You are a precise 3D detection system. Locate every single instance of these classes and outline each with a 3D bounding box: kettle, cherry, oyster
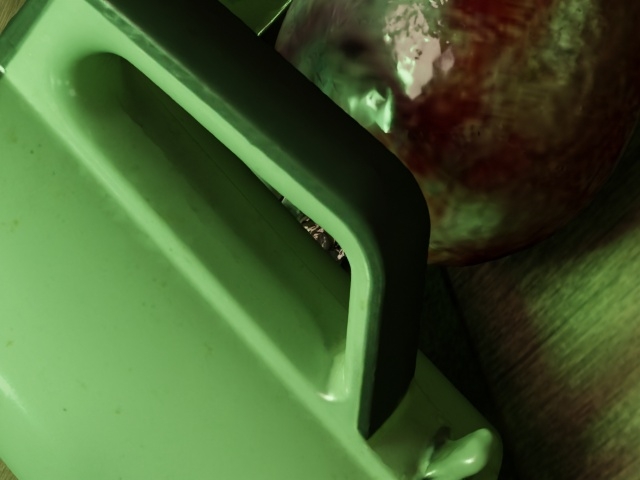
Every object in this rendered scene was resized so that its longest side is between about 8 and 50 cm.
[{"bbox_3d":[-0.073,0.045,0.642,0.376,0.250,0.361,49,141,-4],"label":"kettle"},{"bbox_3d":[0.089,-0.115,0.665,0.300,0.203,0.230,-63,32,22],"label":"cherry"},{"bbox_3d":[0.000,0.001,0.929,0.100,0.037,0.098,-12,89,33],"label":"oyster"}]

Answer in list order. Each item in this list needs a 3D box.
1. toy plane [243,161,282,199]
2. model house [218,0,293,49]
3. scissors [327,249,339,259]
[{"bbox_3d":[-0.115,-0.067,1.018,0.174,0.174,0.080,-41,19,43],"label":"toy plane"},{"bbox_3d":[-0.039,-0.178,0.844,0.211,0.243,0.204,-41,35,22],"label":"model house"},{"bbox_3d":[-0.107,0.145,0.948,0.256,0.029,0.383,29,103,20],"label":"scissors"}]
